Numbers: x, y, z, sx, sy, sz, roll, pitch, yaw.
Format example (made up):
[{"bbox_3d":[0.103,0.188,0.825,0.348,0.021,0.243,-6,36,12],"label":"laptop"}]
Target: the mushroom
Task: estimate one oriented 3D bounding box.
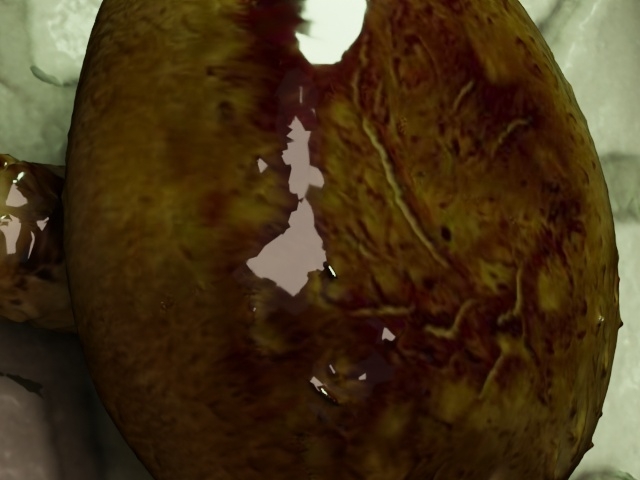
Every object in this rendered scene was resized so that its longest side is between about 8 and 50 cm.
[{"bbox_3d":[0.018,-0.004,0.833,0.345,0.239,0.345,-6,100,-33],"label":"mushroom"}]
